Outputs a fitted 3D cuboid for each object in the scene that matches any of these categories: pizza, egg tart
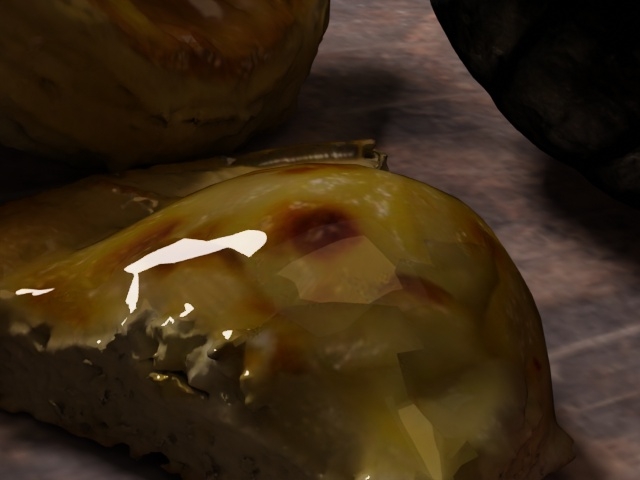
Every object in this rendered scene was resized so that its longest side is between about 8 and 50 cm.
[{"bbox_3d":[0.004,0.005,0.483,0.188,0.081,0.204,24,30,23],"label":"pizza"},{"bbox_3d":[-0.120,-0.165,0.583,0.132,0.341,0.341,-17,16,29],"label":"egg tart"}]

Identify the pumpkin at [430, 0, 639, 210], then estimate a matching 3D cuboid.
[{"bbox_3d":[0.159,-0.126,0.647,0.295,0.296,0.296,8,28,-4],"label":"pumpkin"}]
